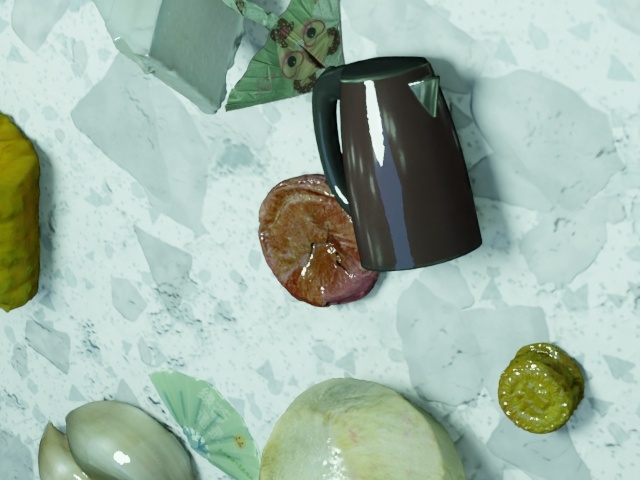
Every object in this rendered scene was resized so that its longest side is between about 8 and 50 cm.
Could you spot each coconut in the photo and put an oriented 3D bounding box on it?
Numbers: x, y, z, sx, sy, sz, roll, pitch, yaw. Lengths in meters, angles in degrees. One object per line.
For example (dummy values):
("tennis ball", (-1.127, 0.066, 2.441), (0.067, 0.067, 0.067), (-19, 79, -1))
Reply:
("coconut", (0.052, 0.301, 1.744), (0.259, 0.259, 0.259), (16, 121, 30))

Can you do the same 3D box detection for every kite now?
("kite", (-0.052, -0.247, 1.585), (0.012, 0.250, 0.229), (27, 87, 50))

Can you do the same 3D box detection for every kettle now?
("kettle", (0.081, -0.096, 1.595), (0.202, 0.144, 0.232), (4, 109, 52))

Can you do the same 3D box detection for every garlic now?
("garlic", (-0.310, 0.376, 2.117), (0.325, 0.132, 0.279), (41, 122, 7))

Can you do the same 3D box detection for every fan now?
("fan", (-0.165, 0.271, 2.033), (0.240, 0.009, 0.131), (46, 129, 10))

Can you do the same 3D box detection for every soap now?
("soap", (-0.228, -0.305, 1.628), (0.302, 0.159, 0.257), (12, 84, 34))

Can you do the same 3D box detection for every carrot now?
("carrot", (-0.524, -0.026, 2.000), (0.242, 0.241, 0.340), (24, 123, 25))

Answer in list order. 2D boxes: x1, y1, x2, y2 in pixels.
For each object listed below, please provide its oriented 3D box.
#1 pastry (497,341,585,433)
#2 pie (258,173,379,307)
("pastry", (0.259, 0.176, 1.639), (0.097, 0.057, 0.109), (15, 121, 28))
("pie", (0.000, 0.000, 1.748), (0.182, 0.049, 0.182), (12, 116, 27))
